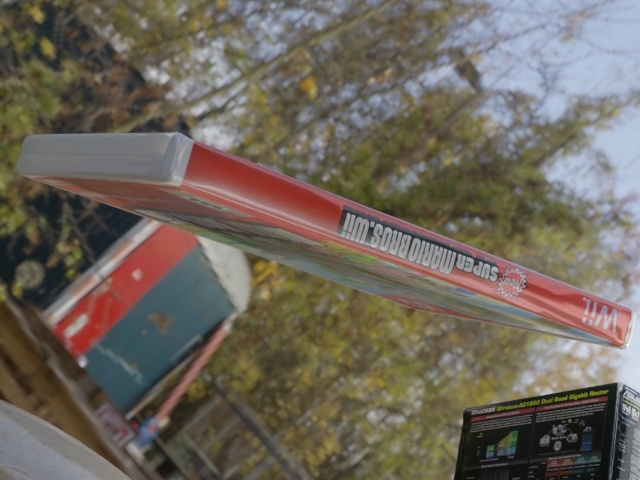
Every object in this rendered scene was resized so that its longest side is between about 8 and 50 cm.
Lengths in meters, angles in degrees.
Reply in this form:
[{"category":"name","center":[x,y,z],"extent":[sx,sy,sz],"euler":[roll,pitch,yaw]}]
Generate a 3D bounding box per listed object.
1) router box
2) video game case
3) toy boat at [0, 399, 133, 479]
[{"category":"router box","center":[0.133,0.139,0.729],"extent":[0.038,0.092,0.122],"euler":[31,-32,-32]},{"category":"video game case","center":[0.000,0.000,0.669],"extent":[0.285,0.025,0.204],"euler":[19,-7,-31]},{"category":"toy boat","center":[-0.191,0.159,0.445],"extent":[0.318,0.148,0.267],"euler":[22,-61,23]}]
